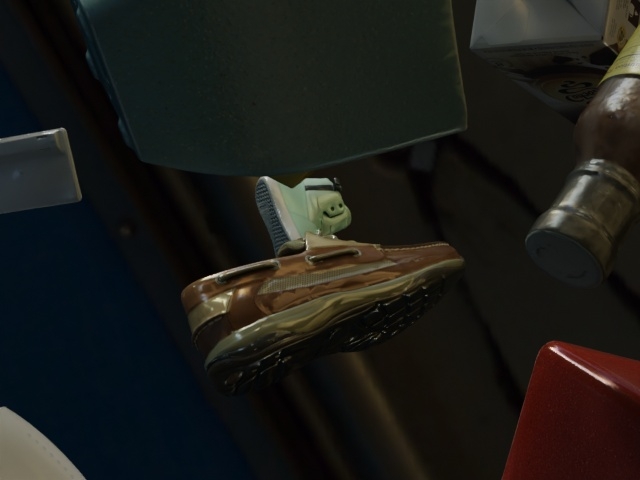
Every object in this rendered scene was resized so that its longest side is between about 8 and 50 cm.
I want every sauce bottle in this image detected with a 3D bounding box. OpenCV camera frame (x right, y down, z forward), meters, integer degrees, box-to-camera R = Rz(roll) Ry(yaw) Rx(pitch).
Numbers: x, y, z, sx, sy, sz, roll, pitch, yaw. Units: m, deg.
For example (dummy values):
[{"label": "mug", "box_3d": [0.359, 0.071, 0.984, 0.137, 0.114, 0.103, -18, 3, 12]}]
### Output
[{"label": "sauce bottle", "box_3d": [0.282, -0.107, 1.108, 0.344, 0.111, 0.111, -55, -51, -23]}]

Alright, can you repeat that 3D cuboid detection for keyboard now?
[{"label": "keyboard", "box_3d": [-0.354, -0.056, 1.308, 0.014, 0.256, 0.072, -50, -51, -64]}]

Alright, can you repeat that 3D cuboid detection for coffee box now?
[{"label": "coffee box", "box_3d": [0.325, -0.228, 1.565, 0.297, 0.168, 0.119, 22, -106, -51]}]

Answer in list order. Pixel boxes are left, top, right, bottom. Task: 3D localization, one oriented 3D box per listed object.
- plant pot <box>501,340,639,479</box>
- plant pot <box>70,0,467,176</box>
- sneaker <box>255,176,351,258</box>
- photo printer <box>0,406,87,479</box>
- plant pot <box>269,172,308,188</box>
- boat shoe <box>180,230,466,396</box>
[{"label": "plant pot", "box_3d": [0.313, 0.259, 1.084, 0.267, 0.235, 0.267, 14, -86, -25]}, {"label": "plant pot", "box_3d": [-0.062, -0.192, 1.023, 0.247, 0.252, 0.248, -122, 12, -45]}, {"label": "sneaker", "box_3d": [0.000, -0.001, 2.195, 0.151, 0.094, 0.256, -6, -116, -26]}, {"label": "photo printer", "box_3d": [-0.303, 0.301, 1.122, 0.307, 0.107, 0.256, -33, -95, -43]}, {"label": "plant pot", "box_3d": [-0.031, -0.207, 1.952, 0.187, 0.212, 0.212, 48, -133, 2]}, {"label": "boat shoe", "box_3d": [0.006, 0.044, 1.301, 0.324, 0.122, 0.120, -16, -116, -41]}]
